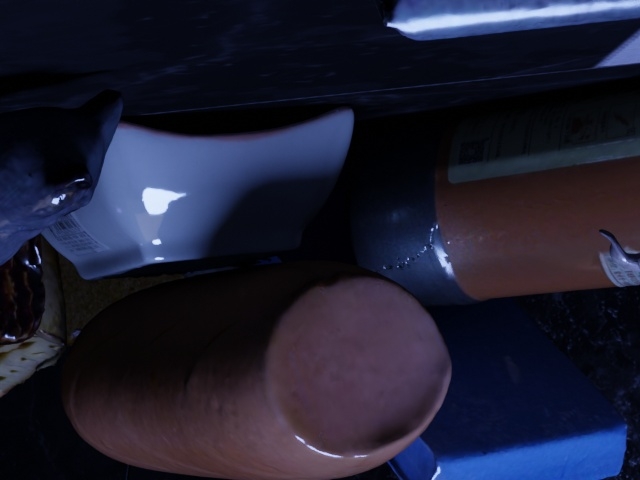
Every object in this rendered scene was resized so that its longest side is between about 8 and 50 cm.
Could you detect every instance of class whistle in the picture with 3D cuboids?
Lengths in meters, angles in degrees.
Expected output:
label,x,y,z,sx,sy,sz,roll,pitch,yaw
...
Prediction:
label,x,y,z,sx,sy,sz,roll,pitch,yaw
whistle,0.104,-0.086,0.591,0.176,0.033,0.033,-7,177,-4

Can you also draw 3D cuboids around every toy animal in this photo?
label,x,y,z,sx,sy,sz,roll,pitch,yaw
toy animal,-0.188,-0.034,0.810,0.210,0.121,0.117,-25,124,26

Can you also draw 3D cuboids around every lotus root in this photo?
label,x,y,z,sx,sy,sz,roll,pitch,yaw
lotus root,-0.203,0.022,1.159,0.095,0.135,0.159,-5,168,8

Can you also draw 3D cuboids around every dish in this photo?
label,x,y,z,sx,sy,sz,roll,pitch,yaw
dish,-0.080,-0.021,1.064,0.151,0.077,0.212,-6,177,-22

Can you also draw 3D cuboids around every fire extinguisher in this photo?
label,x,y,z,sx,sy,sz,roll,pitch,yaw
fire extinguisher,0.214,-0.048,1.061,0.376,0.113,0.200,-7,-155,30

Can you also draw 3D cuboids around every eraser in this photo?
label,x,y,z,sx,sy,sz,roll,pitch,yaw
eraser,0.049,0.043,1.168,0.144,0.042,0.312,-5,-143,-30

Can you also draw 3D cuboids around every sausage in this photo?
label,x,y,z,sx,sy,sz,roll,pitch,yaw
sausage,-0.051,0.077,1.070,0.121,0.121,0.304,-5,177,-30

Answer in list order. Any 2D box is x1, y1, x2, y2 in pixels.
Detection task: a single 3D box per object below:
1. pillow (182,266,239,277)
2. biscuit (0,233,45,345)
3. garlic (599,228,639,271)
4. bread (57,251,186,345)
label,x,y,z,sx,sy,sz,roll,pitch,yaw
pillow,0.000,0.000,1.382,0.250,0.106,0.186,-2,-174,-35
biscuit,-0.329,0.023,1.091,0.388,0.107,0.073,-8,174,29
garlic,0.237,-0.004,0.661,0.292,0.237,0.210,24,157,-17
bread,-0.197,0.033,1.573,0.165,0.113,0.416,-8,178,44
